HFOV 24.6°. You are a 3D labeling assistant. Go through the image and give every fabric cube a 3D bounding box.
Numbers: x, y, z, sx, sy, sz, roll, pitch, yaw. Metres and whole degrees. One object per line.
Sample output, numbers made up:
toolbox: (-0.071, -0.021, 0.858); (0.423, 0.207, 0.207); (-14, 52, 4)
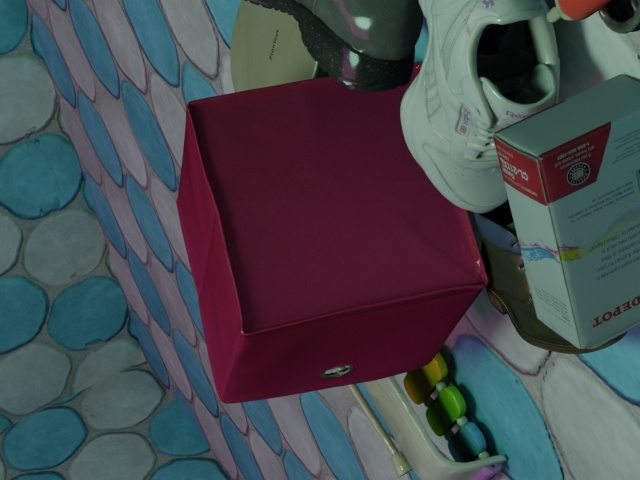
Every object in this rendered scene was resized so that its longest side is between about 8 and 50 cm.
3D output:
fabric cube: (0.000, 0.000, 1.534); (0.258, 0.254, 0.259); (113, 145, -67)

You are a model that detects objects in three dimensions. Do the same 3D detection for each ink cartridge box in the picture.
ink cartridge box: (0.221, -0.022, 1.150); (0.072, 0.127, 0.175); (38, 149, 58)

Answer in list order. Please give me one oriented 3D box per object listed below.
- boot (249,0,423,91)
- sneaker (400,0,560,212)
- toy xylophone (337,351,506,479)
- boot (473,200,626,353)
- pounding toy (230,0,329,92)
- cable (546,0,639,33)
boot: (0.001, -0.315, 1.382); (0.338, 0.118, 0.222); (41, 135, 30)
sneaker: (0.137, -0.117, 1.244); (0.305, 0.114, 0.152); (82, 170, -47)
toy xylophone: (0.106, 0.183, 1.870); (0.322, 0.081, 0.236); (62, 163, 7)
boot: (0.202, 0.029, 1.364); (0.219, 0.082, 0.106); (33, 148, 63)
pounding toy: (0.005, -0.227, 1.594); (0.237, 0.110, 0.183); (-54, 47, 39)
cable: (0.215, -0.212, 0.990); (0.139, 0.072, 0.287); (62, 163, -5)
